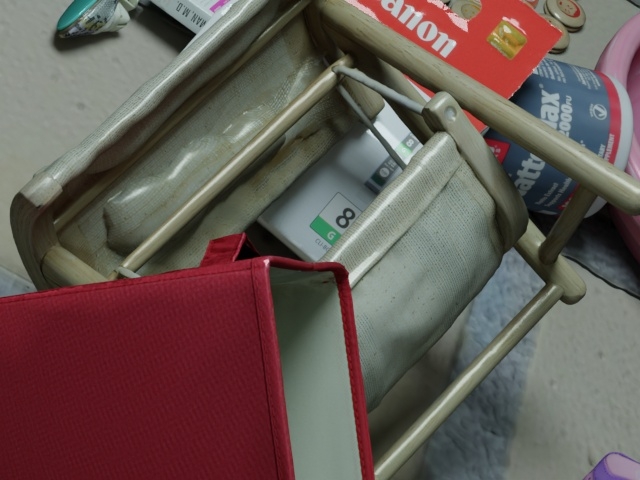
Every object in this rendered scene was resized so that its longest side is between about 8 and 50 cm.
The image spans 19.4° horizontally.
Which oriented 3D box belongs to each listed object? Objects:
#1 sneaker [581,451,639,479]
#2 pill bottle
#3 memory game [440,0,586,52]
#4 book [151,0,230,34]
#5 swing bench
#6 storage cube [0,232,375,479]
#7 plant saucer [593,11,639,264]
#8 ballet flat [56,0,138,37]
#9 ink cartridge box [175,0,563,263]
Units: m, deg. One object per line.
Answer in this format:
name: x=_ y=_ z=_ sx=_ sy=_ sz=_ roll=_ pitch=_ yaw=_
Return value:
sneaker: x=0.256 y=0.186 z=1.178 sx=0.236 sy=0.095 sz=0.104 roll=12 pitch=40 yaw=-23
pill bottle: x=0.115 y=-0.082 z=1.300 sx=0.180 sy=0.108 sz=0.108 roll=11 pitch=48 yaw=-23
memory game: x=0.134 y=-0.220 z=1.503 sx=0.186 sy=0.012 sz=0.186 roll=18 pitch=46 yaw=-19
book: x=-0.046 y=-0.150 z=1.294 sx=0.144 sy=0.035 sz=0.096 roll=37 pitch=29 yaw=2
swing bench: x=0.000 y=0.000 z=1.061 sx=0.254 sy=0.165 sz=0.253 roll=42 pitch=67 yaw=10
storage cube: x=-0.084 y=0.112 z=0.847 sx=0.183 sy=0.193 sz=0.215 roll=9 pitch=73 yaw=-79
plant saucer: x=0.336 y=-0.034 z=1.422 sx=0.332 sy=0.084 sz=0.332 roll=18 pitch=46 yaw=-20
ballet flat: x=-0.140 y=-0.164 z=1.260 sx=0.041 sy=0.041 sz=0.114 roll=29 pitch=45 yaw=-9
ink cartridge box: x=0.021 y=-0.106 z=1.204 sx=0.181 sy=0.225 sz=0.056 roll=40 pitch=-2 yaw=4
